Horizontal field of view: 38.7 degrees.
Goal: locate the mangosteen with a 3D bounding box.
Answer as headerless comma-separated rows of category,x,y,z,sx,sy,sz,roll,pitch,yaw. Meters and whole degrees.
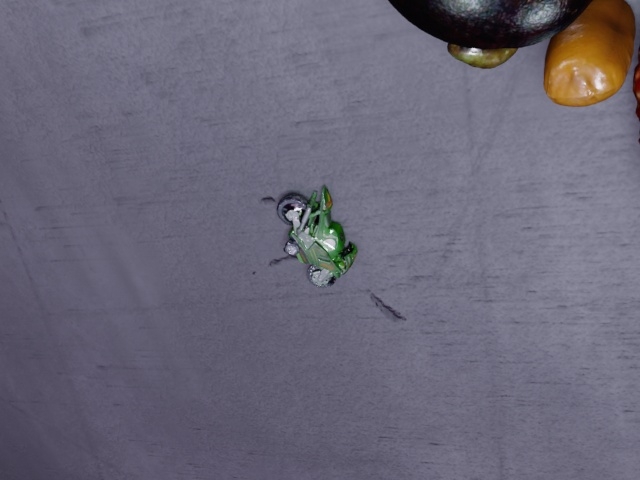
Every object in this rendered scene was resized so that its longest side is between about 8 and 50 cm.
mangosteen,0.190,-0.334,1.024,0.288,0.288,0.288,13,131,16

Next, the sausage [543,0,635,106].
sausage,0.314,-0.224,1.066,0.098,0.238,0.098,12,127,16

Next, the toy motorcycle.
toy motorcycle,0.000,0.000,1.522,0.106,0.074,0.190,-11,120,21

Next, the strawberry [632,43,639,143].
strawberry,0.492,-0.135,1.075,0.292,0.292,0.343,-35,83,41
